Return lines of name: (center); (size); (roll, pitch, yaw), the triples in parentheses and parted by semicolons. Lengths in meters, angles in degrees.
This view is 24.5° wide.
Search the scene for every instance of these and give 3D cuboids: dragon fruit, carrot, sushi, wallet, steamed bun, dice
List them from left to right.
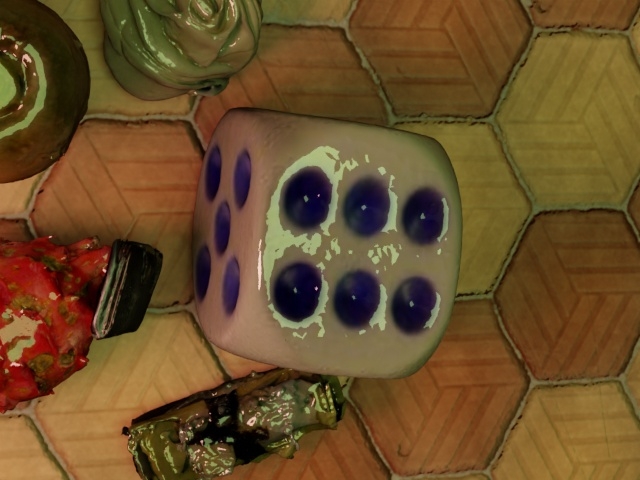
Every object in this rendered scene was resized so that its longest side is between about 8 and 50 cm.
carrot: (-0.381, -0.178, 1.693); (0.224, 0.341, 0.224); (-2, 97, -14)
dragon fruit: (-0.365, 0.090, 1.802); (0.268, 0.210, 0.205); (-40, 76, -11)
wallet: (-0.235, 0.062, 1.830); (0.031, 0.232, 0.122); (18, 89, 5)
steamed bun: (-0.164, -0.283, 1.855); (0.218, 0.144, 0.211); (-12, 100, -17)
sushi: (-0.105, 0.254, 1.938); (0.291, 0.131, 0.139); (-20, 98, -8)
dice: (0.000, 0.000, 1.858); (0.277, 0.304, 0.304); (8, 93, -19)
